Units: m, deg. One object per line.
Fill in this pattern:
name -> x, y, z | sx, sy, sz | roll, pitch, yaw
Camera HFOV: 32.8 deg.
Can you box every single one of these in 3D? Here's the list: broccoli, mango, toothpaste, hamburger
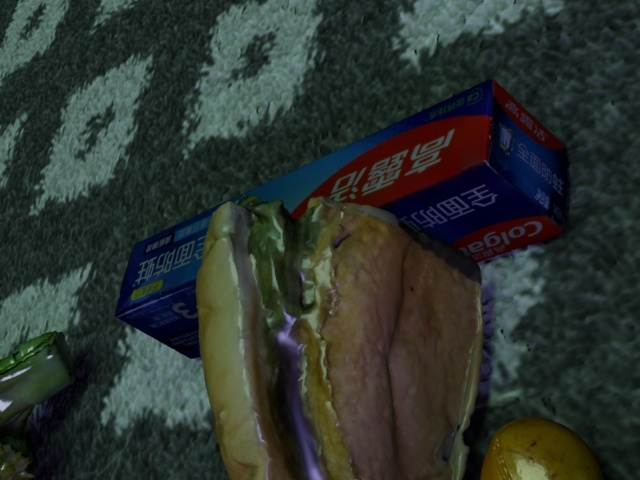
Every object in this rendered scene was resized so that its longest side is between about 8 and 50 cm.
broccoli -> -0.285, 0.135, 0.871 | 0.220, 0.194, 0.194 | 107, -173, -79
mango -> 0.104, 0.124, 0.499 | 0.060, 0.046, 0.089 | -38, 44, 24
toothpaste -> -0.001, 0.000, 0.688 | 0.320, 0.076, 0.066 | -22, 46, 38
hamburger -> -0.006, 0.092, 0.575 | 0.135, 0.155, 0.208 | -19, 58, 47
